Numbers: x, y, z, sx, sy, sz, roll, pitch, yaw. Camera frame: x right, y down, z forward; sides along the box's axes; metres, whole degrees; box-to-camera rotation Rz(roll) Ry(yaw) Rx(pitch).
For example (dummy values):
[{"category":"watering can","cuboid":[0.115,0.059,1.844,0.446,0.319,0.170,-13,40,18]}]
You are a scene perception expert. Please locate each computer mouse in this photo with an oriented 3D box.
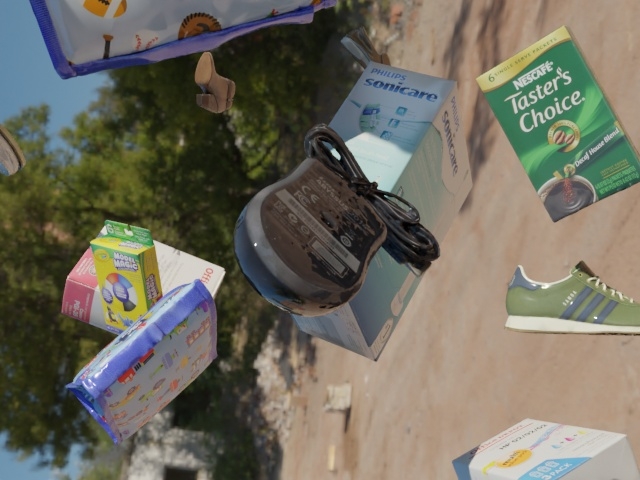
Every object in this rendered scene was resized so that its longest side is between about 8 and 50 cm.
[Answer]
[{"category":"computer mouse","cuboid":[0.000,0.000,0.767,0.072,0.188,0.272,-44,-2,29]}]

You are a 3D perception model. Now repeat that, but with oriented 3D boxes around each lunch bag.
[{"category":"lunch bag","cuboid":[-0.262,0.178,1.271,0.221,0.138,0.293,-42,-3,-23]},{"category":"lunch bag","cuboid":[-0.181,-0.390,0.910,0.239,0.328,0.385,107,147,-79]}]

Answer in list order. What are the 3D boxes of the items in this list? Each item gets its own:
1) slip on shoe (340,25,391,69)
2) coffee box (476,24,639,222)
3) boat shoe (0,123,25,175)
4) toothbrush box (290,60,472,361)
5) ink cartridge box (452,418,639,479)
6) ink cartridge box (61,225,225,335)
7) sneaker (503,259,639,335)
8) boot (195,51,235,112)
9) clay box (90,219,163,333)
[{"category":"slip on shoe","cuboid":[0.087,-0.261,1.239,0.041,0.135,0.051,-41,-14,5]},{"category":"coffee box","cuboid":[0.259,-0.124,0.898,0.184,0.113,0.040,64,-152,2]},{"category":"boat shoe","cuboid":[-0.701,-0.219,1.637,0.103,0.113,0.302,-59,-33,-24]},{"category":"toothbrush box","cuboid":[0.066,-0.036,1.029,0.295,0.126,0.216,-58,-29,-21]},{"category":"ink cartridge box","cuboid":[0.202,0.224,0.800,0.181,0.104,0.061,-14,96,66]},{"category":"ink cartridge box","cuboid":[-0.373,0.107,1.776,0.207,0.283,0.117,-69,2,-52]},{"category":"sneaker","cuboid":[0.308,0.065,0.952,0.064,0.192,0.086,26,-115,-73]},{"category":"boot","cuboid":[-0.203,-0.309,1.633,0.087,0.042,0.118,-12,-59,-50]},{"category":"clay box","cuboid":[-0.365,0.078,1.586,0.053,0.127,0.222,-37,-51,-49]}]
